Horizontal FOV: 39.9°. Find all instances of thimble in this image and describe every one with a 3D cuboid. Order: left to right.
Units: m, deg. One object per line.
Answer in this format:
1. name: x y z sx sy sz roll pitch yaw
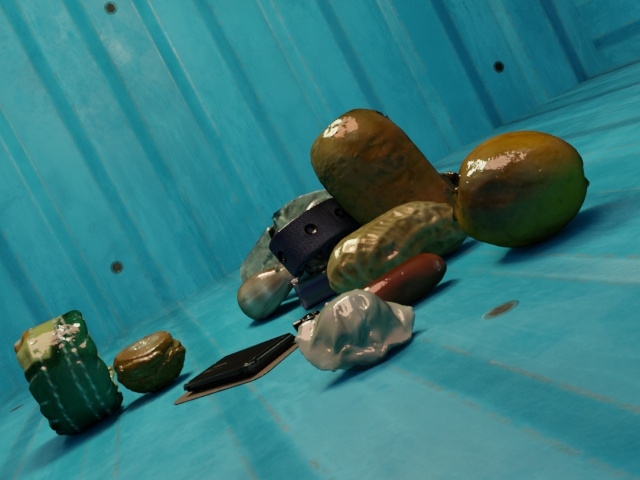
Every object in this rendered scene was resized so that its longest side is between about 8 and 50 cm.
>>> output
1. thimble: -0.555 0.297 1.962 0.167 0.254 0.288 -26 -14 -13

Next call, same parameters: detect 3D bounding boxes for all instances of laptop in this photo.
1. laptop: -0.159 0.237 1.720 0.207 0.026 0.154 -23 8 42

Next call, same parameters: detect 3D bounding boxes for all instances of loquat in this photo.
1. loquat: 0.343 -0.087 1.513 0.238 0.193 0.238 -10 24 5

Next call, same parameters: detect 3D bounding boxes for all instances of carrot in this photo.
1. carrot: 0.141 -0.128 1.962 0.224 0.341 0.224 -39 -8 -6

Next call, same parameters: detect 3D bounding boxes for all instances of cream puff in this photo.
1. cream puff: -0.377 0.279 1.965 0.165 0.115 0.150 -17 15 14

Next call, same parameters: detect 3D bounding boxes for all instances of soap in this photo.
1. soap: 0.034 0.082 2.052 0.203 0.066 0.122 -28 6 -4

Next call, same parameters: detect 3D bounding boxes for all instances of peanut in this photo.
1. peanut: 0.157 0.013 1.758 0.325 0.140 0.153 -25 21 -15

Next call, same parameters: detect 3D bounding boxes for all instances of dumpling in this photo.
1. dumpling: 0.056 0.139 1.321 0.187 0.108 0.127 -11 28 -5

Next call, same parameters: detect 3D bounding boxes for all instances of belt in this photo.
1. belt: 0.000 0.000 2.010 0.230 0.126 0.140 -31 -20 -37

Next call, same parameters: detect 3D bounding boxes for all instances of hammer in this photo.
1. hammer: -0.007 0.166 1.745 0.065 0.021 0.178 -29 9 -13

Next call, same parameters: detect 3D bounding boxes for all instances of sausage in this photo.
1. sausage: 0.138 0.083 1.536 0.194 0.077 0.077 -31 6 -17

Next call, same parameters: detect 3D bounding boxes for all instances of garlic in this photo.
1. garlic: -0.143 0.142 2.199 0.148 0.129 0.266 7 -20 -22

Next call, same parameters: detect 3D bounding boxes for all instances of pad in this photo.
1. pad: -0.158 0.255 1.717 0.266 0.002 0.176 -23 7 38

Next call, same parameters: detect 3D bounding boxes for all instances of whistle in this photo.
1. whistle: -0.068 0.024 2.289 0.404 0.168 0.188 -32 -20 17

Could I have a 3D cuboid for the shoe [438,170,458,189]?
1. shoe: 0.356 -0.146 2.449 0.098 0.103 0.275 -14 6 -7
